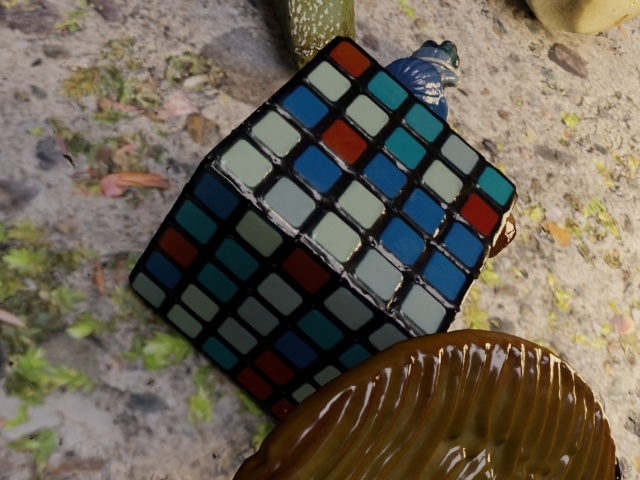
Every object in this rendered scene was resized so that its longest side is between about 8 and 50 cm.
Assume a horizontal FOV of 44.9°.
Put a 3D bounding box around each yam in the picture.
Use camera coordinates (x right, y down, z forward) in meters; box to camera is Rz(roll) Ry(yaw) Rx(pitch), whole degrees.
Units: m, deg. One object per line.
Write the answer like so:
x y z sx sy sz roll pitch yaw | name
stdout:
-0.020 -0.297 0.794 0.106 0.106 0.259 -6 64 -33 | yam

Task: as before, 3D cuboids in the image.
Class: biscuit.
0.067 0.205 0.461 0.317 0.040 0.318 -7 104 -29 | biscuit

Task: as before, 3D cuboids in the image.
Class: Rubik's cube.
0.000 0.000 0.569 0.182 0.187 0.184 41 47 -2 | Rubik's cube

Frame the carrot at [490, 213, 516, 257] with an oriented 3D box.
0.124 -0.050 0.763 0.161 0.055 0.055 45 49 9 | carrot

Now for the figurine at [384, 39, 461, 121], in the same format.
0.108 -0.174 0.812 0.077 0.079 0.136 9 51 25 | figurine

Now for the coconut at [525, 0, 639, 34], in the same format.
0.342 -0.414 0.996 0.237 0.237 0.266 -10 74 -35 | coconut
